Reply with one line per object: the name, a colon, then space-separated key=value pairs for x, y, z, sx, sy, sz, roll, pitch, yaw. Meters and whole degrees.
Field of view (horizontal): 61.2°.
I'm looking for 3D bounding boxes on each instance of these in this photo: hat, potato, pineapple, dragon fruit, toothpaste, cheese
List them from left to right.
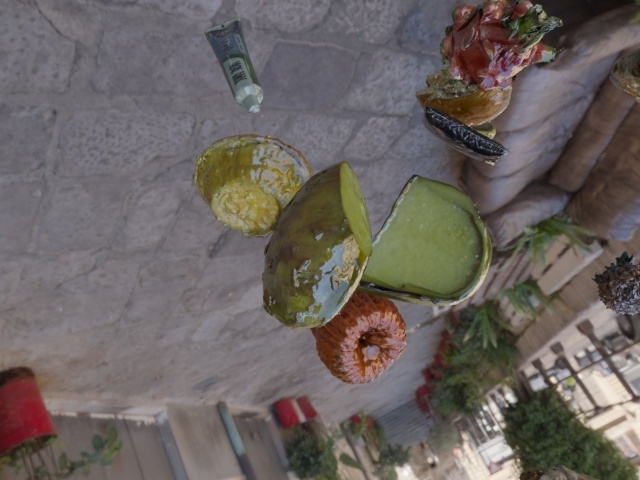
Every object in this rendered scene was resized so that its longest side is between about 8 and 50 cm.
toothpaste: x=-0.195 y=-0.413 z=1.251 sx=0.098 sy=0.392 sz=0.061 roll=-23 pitch=141 yaw=0
potato: x=0.000 y=0.000 z=0.871 sx=0.176 sy=0.298 sz=0.141 roll=3 pitch=158 yaw=29
hat: x=0.081 y=0.227 z=1.666 sx=0.285 sy=0.400 sz=0.285 roll=-11 pitch=122 yaw=-17
potato: x=0.279 y=0.048 z=1.339 sx=0.330 sy=0.280 sz=0.213 roll=-59 pitch=153 yaw=-8
cheese: x=0.533 y=-0.370 z=1.764 sx=0.162 sy=0.086 sz=0.036 roll=-53 pitch=144 yaw=-52
dragon fruit: x=0.279 y=-0.302 z=0.816 sx=0.137 sy=0.135 sz=0.236 roll=-13 pitch=-172 yaw=-27
pineapple: x=0.520 y=0.073 z=0.915 sx=0.103 sy=0.083 sz=0.221 roll=-42 pitch=166 yaw=22

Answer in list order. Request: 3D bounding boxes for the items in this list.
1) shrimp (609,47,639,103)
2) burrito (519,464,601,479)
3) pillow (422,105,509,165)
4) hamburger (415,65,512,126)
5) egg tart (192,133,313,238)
shrimp: x=0.604 y=-0.235 z=0.836 sx=0.071 sy=0.233 sz=0.365 roll=-58 pitch=-170 yaw=7
burrito: x=0.526 y=0.477 z=0.918 sx=0.117 sy=0.392 sz=0.076 roll=-52 pitch=163 yaw=-64
pillow: x=0.326 y=-0.239 z=1.248 sx=0.055 sy=0.208 sz=0.141 roll=-58 pitch=175 yaw=1
hamburger: x=0.403 y=-0.384 z=1.462 sx=0.144 sy=0.283 sz=0.157 roll=-48 pitch=123 yaw=-25
egg tart: x=-0.175 y=-0.121 z=1.395 sx=0.345 sy=0.132 sz=0.345 roll=5 pitch=140 yaw=5
